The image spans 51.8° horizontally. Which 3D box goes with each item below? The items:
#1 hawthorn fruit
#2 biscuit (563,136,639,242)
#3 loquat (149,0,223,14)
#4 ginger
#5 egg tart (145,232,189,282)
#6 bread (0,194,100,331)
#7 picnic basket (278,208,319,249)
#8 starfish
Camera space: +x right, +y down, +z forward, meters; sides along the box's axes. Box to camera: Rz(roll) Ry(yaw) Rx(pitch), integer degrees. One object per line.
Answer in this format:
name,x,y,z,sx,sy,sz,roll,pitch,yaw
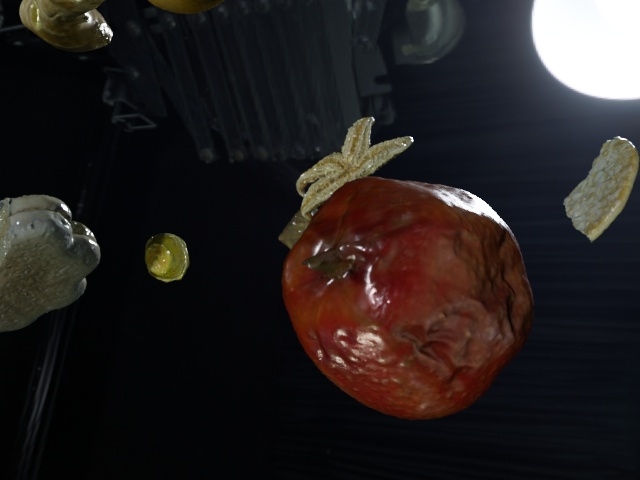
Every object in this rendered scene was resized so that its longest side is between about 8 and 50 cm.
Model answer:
hawthorn fruit,0.065,0.034,0.462,0.179,0.174,0.173,72,-147,-42
biscuit,0.571,-0.102,1.343,0.040,0.188,0.265,30,-115,-9
loquat,-0.296,-0.632,1.463,0.263,0.263,0.262,-2,-88,-61
ginger,-0.337,-0.313,0.906,0.131,0.295,0.086,21,-93,-29
egg tart,-0.301,0.033,1.263,0.039,0.105,0.105,-8,-83,-65
bread,-0.493,0.045,1.151,0.183,0.337,0.101,-3,-124,-42
picnic basket,0.000,0.000,1.652,0.128,0.179,0.138,-58,-4,27
starfish,0.053,-0.129,1.161,0.071,0.238,0.215,37,-137,-50
